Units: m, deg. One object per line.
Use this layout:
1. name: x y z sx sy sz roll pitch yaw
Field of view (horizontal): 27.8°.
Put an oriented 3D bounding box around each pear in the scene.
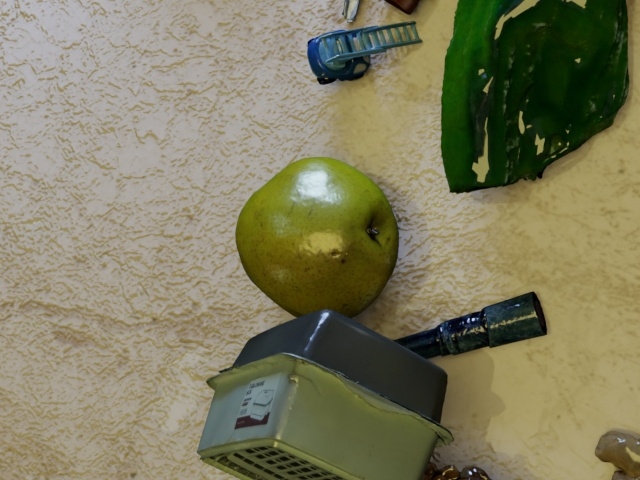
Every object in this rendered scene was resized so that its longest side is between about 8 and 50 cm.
1. pear: 0.001 0.001 1.527 0.198 0.198 0.198 -1 87 16

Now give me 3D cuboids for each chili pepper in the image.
1. chili pepper: 0.247 -0.232 1.472 0.213 0.167 0.385 11 91 18

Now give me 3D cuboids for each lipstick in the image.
1. lipstick: 0.152 0.121 1.546 0.234 0.053 0.053 -19 82 19

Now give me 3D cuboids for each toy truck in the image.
1. toy truck: 0.052 -0.236 1.587 0.136 0.074 0.063 -15 83 -27

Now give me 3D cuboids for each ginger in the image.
1. ginger: 0.355 0.279 1.473 0.258 0.065 0.149 -13 71 21

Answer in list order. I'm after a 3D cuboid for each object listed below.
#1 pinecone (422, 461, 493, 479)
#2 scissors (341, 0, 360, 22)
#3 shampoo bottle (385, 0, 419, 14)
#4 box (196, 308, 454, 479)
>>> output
1. pinecone: 0.155 0.343 1.465 0.150 0.195 0.179 -33 57 -30
2. scissors: 0.067 -0.448 1.605 0.191 0.029 0.360 11 90 15
3. shampoo bottle: 0.164 -0.422 1.551 0.118 0.076 0.314 34 97 1
4. box: 0.000 0.197 1.445 0.220 0.290 0.166 29 68 -16
